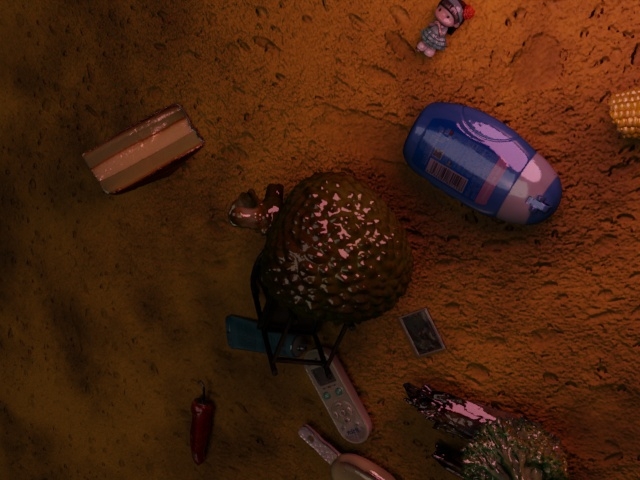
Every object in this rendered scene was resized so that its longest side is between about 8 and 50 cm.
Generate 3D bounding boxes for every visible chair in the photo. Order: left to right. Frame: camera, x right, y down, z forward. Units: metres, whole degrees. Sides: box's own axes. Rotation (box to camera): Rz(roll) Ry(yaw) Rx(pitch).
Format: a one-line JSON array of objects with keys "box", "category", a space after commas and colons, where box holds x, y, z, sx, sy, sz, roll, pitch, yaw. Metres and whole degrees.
[{"box": [-0.048, 0.136, 1.320, 0.260, 0.141, 0.154, -114, 40, -53], "category": "chair"}]

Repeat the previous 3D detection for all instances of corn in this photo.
[{"box": [0.532, -0.188, 0.903, 0.248, 0.081, 0.081, -6, 103, 31], "category": "corn"}]

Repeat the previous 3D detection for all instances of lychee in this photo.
[{"box": [0.010, 0.006, 1.162, 0.270, 0.270, 0.320, -31, 102, 34], "category": "lychee"}]

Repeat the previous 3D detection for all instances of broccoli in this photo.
[{"box": [0.341, 0.412, 1.099, 0.220, 0.194, 0.194, 26, 121, -10], "category": "broccoli"}]

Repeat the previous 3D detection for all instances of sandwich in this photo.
[{"box": [-0.367, -0.190, 1.366, 0.144, 0.187, 0.117, -36, 87, 39], "category": "sandwich"}]

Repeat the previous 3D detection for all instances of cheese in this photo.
[{"box": [0.052, 0.489, 1.420, 0.251, 0.054, 0.127, 40, 122, 14], "category": "cheese"}]

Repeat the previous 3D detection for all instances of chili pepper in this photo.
[{"box": [-0.297, 0.459, 1.614, 0.059, 0.050, 0.268, 14, 114, 9], "category": "chili pepper"}]

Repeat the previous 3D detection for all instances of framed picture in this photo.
[{"box": [0.195, 0.176, 1.261, 0.066, 0.007, 0.089, -25, 93, 34], "category": "framed picture"}]

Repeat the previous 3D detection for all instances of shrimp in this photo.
[{"box": [0.277, 0.376, 1.246, 0.289, 0.075, 0.178, 18, 113, 9], "category": "shrimp"}]

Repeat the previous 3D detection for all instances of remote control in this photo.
[{"box": [0.038, 0.321, 1.379, 0.078, 0.042, 0.221, -28, 90, 35], "category": "remote control"}]

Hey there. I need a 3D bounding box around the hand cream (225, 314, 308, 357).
[{"box": [-0.121, 0.218, 1.442, 0.224, 0.048, 0.083, 6, 109, 35], "category": "hand cream"}]

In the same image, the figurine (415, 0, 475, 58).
[{"box": [0.200, -0.344, 1.064, 0.060, 0.047, 0.106, 54, 129, 24], "category": "figurine"}]

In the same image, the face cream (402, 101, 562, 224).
[{"box": [0.268, -0.121, 1.075, 0.264, 0.083, 0.149, 35, 121, 16], "category": "face cream"}]
